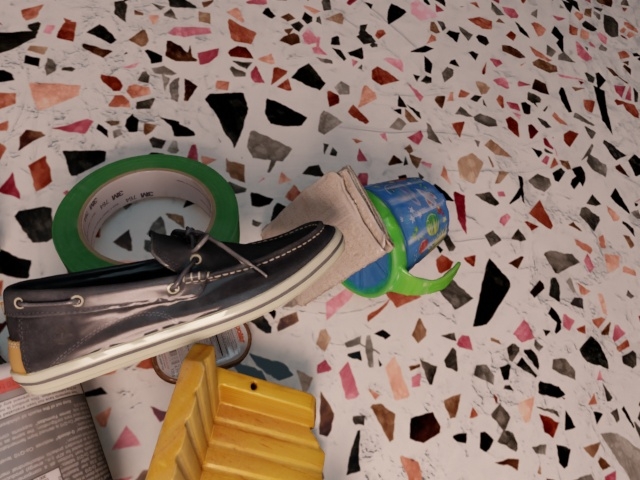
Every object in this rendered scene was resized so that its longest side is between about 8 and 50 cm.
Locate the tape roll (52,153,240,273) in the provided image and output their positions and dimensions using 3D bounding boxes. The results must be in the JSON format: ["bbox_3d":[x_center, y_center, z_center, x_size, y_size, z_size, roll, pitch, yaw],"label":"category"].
[{"bbox_3d":[-0.313,-0.027,0.863,0.321,0.077,0.321,4,51,-5],"label":"tape roll"}]

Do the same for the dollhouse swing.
[{"bbox_3d":[-0.098,0.357,0.656,0.315,0.305,0.347,21,51,-14],"label":"dollhouse swing"}]

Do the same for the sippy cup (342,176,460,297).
[{"bbox_3d":[0.145,-0.027,0.977,0.224,0.240,0.305,-24,89,-33],"label":"sippy cup"}]

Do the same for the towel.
[{"bbox_3d":[0.000,0.000,0.894,0.049,0.282,0.187,-16,73,-48],"label":"towel"}]

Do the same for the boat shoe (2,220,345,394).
[{"bbox_3d":[-0.194,0.051,0.676,0.500,0.187,0.156,-19,101,-17],"label":"boat shoe"}]

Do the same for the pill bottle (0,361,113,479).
[{"bbox_3d":[-0.416,0.369,0.664,0.210,0.210,0.363,-21,76,-22],"label":"pill bottle"}]

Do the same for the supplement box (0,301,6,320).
[{"bbox_3d":[-0.513,0.145,0.817,0.062,0.036,0.098,-23,78,-22],"label":"supplement box"}]

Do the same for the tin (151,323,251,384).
[{"bbox_3d":[-0.223,0.204,0.878,0.189,0.040,0.106,-16,79,-21],"label":"tin"}]

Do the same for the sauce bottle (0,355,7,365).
[{"bbox_3d":[-0.581,0.181,0.783,0.128,0.042,0.042,43,65,2],"label":"sauce bottle"}]
